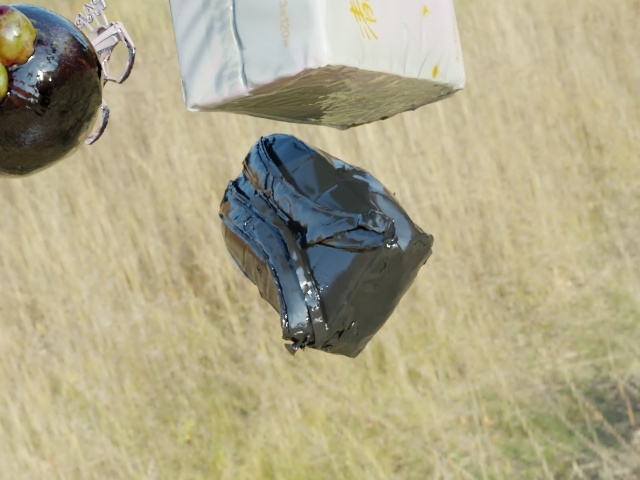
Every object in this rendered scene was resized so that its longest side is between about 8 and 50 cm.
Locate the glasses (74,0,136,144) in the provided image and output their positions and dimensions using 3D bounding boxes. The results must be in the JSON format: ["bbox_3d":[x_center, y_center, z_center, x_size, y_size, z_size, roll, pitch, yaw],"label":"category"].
[{"bbox_3d":[-0.386,-0.255,1.786,0.095,0.255,0.162,16,20,-49],"label":"glasses"}]

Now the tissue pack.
[{"bbox_3d":[-0.006,-0.196,0.740,0.124,0.225,0.185,-13,-6,34],"label":"tissue pack"}]

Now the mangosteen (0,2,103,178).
[{"bbox_3d":[-0.336,-0.162,1.213,0.194,0.194,0.230,-8,-14,28],"label":"mangosteen"}]

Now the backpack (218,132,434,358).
[{"bbox_3d":[0.001,-0.004,0.819,0.120,0.105,0.165,-52,44,17],"label":"backpack"}]
